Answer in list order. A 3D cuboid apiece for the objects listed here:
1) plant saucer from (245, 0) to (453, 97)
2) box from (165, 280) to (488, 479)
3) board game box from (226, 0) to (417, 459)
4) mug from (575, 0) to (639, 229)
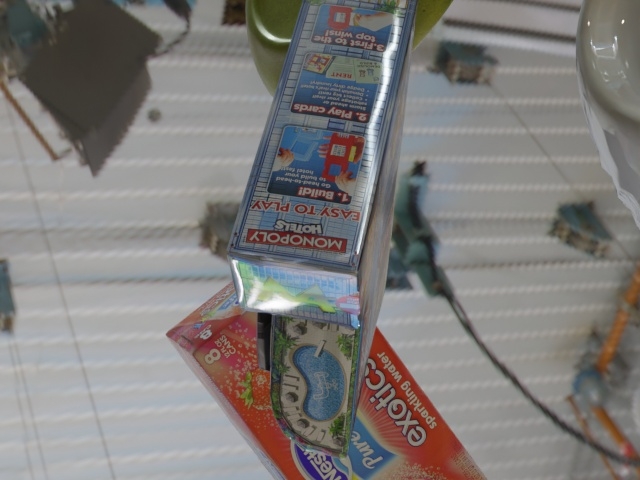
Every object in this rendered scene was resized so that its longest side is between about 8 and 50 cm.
[{"bbox_3d":[0.022,-0.203,0.959,0.037,0.241,0.241,28,-68,-33],"label":"plant saucer"},{"bbox_3d":[0.010,0.140,1.125,0.128,0.122,0.257,-38,-77,-10],"label":"box"},{"bbox_3d":[0.000,0.000,0.700,0.060,0.194,0.194,9,-57,6],"label":"board game box"},{"bbox_3d":[0.296,-0.022,0.783,0.328,0.276,0.374,27,-112,-37],"label":"mug"}]
